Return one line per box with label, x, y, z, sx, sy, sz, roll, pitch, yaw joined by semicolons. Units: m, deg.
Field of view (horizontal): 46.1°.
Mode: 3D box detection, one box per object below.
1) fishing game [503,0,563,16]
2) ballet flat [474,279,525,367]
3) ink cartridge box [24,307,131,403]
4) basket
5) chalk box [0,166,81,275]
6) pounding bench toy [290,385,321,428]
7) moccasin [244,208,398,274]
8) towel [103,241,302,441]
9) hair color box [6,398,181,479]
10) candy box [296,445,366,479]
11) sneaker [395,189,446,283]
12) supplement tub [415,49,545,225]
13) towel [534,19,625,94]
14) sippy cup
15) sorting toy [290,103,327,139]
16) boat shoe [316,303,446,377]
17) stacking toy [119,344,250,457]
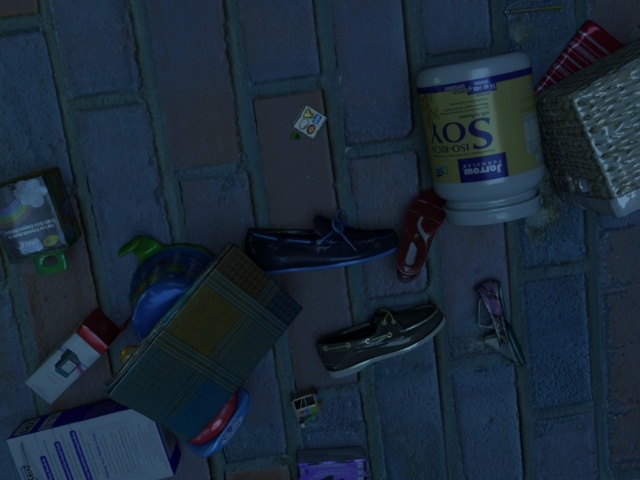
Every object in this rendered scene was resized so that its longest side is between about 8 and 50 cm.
fishing game;0.467;-0.628;1.620;0.189;0.041;0.264;-11;111;-2
ballet flat;0.417;0.201;1.779;0.079;0.077;0.221;-17;99;17
ink cartridge box;-0.528;0.237;1.663;0.231;0.134;0.078;-44;102;4
basket;0.637;-0.242;1.543;0.331;0.328;0.266;-29;99;3
chalk box;-0.600;-0.034;1.602;0.132;0.132;0.213;-15;104;-3
pounding bench toy;-0.028;0.398;1.784;0.065;0.052;0.083;-18;103;-2
moccasin;0.000;0.000;1.661;0.342;0.138;0.116;-8;98;-4
towel;-0.224;0.211;1.515;0.370;0.040;0.271;-50;133;-9
hair color box;-0.511;0.473;1.717;0.339;0.110;0.185;-14;102;2
candy box;0.028;0.608;1.824;0.165;0.070;0.196;-3;102;-5
sneaker;0.218;-0.004;1.716;0.087;0.128;0.221;26;68;8
supplement tub;0.342;-0.217;1.591;0.241;0.241;0.331;-12;102;-3
towel;0.595;-0.331;1.698;0.199;0.031;0.275;35;97;-10
sippy cup;-0.307;0.140;1.617;0.306;0.224;0.240;19;99;-8
sorting toy;-0.030;-0.251;1.667;0.062;0.012;0.083;30;97;-11
boat shoe;0.138;0.215;1.732;0.305;0.109;0.091;-25;108;4
stacking toy;-0.313;0.318;1.630;0.302;0.166;0.175;46;72;-29
